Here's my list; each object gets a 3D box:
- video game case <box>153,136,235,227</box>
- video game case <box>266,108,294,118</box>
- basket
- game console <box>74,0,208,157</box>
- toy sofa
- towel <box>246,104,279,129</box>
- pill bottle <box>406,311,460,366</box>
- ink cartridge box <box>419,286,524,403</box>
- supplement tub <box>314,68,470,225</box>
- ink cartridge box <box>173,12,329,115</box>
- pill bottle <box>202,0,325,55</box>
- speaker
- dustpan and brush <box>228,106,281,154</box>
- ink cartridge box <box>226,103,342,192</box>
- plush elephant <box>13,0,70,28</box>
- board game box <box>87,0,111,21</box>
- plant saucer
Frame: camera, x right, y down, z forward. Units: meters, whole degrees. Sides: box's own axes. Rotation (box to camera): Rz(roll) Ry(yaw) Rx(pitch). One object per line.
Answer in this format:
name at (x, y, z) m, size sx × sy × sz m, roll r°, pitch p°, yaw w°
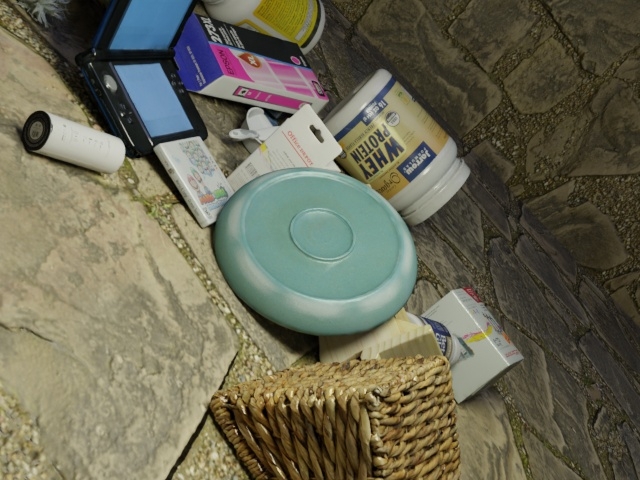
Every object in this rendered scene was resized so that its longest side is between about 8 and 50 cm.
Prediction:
video game case at (-0.188, -0.095, 1.536) m, size 0.143 × 0.019 × 0.157 m, roll 58°, pitch 19°, yaw 0°
video game case at (-0.159, -0.361, 2.083) m, size 0.274 × 0.026 × 0.196 m, roll 43°, pitch 15°, yaw 5°
basket at (0.031, 0.269, 1.230) m, size 0.299 × 0.223 × 0.213 m, roll -4°, pitch 88°, yaw -67°
game console at (-0.234, -0.288, 1.536) m, size 0.250 × 0.173 × 0.293 m, roll 62°, pitch 20°, yaw -3°
toy sofa at (0.066, 0.094, 1.598) m, size 0.150 × 0.177 × 0.362 m, roll 64°, pitch 4°, yaw -46°
towel at (-0.116, -0.243, 1.998) m, size 0.067 × 0.029 × 0.119 m, roll 27°, pitch 29°, yaw -46°
pill bottle at (0.178, 0.182, 1.708) m, size 0.169 × 0.094 × 0.094 m, roll 20°, pitch 33°, yaw -53°
ink cartridge box at (0.272, 0.196, 1.835) m, size 0.176 × 0.127 × 0.128 m, roll 54°, pitch 20°, yaw 15°
supplement tub at (0.168, -0.210, 2.241) m, size 0.316 × 0.228 × 0.228 m, roll 45°, pitch 19°, yaw -8°
ink cartridge box at (-0.160, -0.349, 1.930) m, size 0.371 × 0.069 × 0.175 m, roll 3°, pitch 50°, yaw -44°
pill bottle at (-0.153, -0.569, 2.303) m, size 0.334 × 0.188 × 0.188 m, roll 23°, pitch 31°, yaw -51°
speaker at (-0.323, -0.128, 1.288) m, size 0.136 × 0.055 × 0.055 m, roll 16°, pitch 37°, yaw -56°
dustpan and brush at (-0.116, -0.195, 1.848) m, size 0.211 × 0.060 × 0.147 m, roll -18°, pitch 69°, yaw -53°
ink cartridge box at (-0.049, -0.123, 1.650) m, size 0.115 × 0.198 × 0.067 m, roll 55°, pitch 20°, yaw 18°
plush elephant at (-0.445, -0.509, 1.452) m, size 0.330 × 0.255 × 0.272 m, roll 41°, pitch 20°, yaw -20°
board game box at (-0.382, -0.486, 1.667) m, size 0.056 × 0.208 × 0.347 m, roll -28°, pitch 72°, yaw -30°
plant saucer at (0.000, 0.000, 1.473) m, size 0.318 × 0.043 × 0.317 m, roll 8°, pitch 50°, yaw -10°
